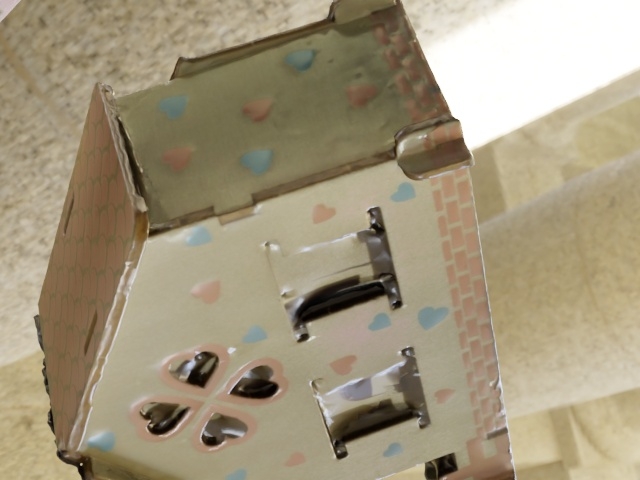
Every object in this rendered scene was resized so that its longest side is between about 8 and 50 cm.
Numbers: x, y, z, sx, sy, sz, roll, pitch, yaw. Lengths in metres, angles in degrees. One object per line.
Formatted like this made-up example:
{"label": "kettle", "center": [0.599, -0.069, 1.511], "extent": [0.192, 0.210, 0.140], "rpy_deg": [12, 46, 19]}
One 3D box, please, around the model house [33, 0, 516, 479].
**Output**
{"label": "model house", "center": [-0.036, 0.042, 0.641], "extent": [0.169, 0.244, 0.326], "rpy_deg": [-116, 7, -45]}

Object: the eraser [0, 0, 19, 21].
{"label": "eraser", "center": [-0.303, -0.171, 0.793], "extent": [0.130, 0.287, 0.086], "rpy_deg": [50, -168, 19]}
